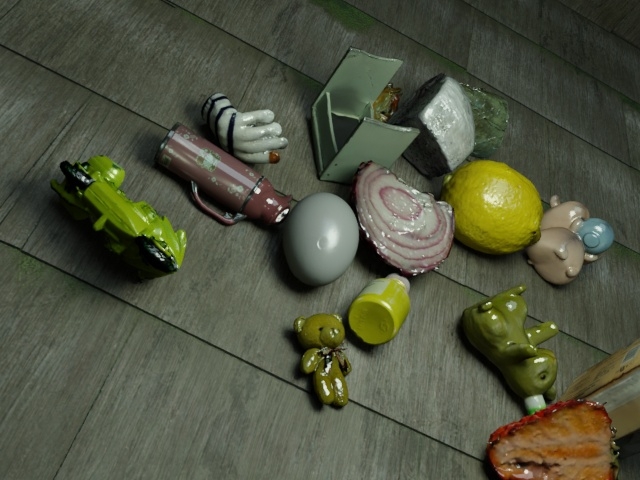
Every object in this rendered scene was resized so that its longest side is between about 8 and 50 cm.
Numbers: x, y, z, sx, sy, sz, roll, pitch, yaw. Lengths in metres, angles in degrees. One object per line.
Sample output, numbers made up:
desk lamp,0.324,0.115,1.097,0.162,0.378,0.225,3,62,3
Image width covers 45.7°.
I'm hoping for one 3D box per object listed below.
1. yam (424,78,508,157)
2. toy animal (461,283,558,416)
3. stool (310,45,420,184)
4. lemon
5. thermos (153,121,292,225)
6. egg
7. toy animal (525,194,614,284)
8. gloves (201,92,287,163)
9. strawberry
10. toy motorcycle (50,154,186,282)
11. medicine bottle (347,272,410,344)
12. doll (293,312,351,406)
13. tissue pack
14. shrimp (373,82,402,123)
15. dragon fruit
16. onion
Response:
yam,0.434,-0.388,2.342,0.271,0.201,0.202,9,49,-18
toy animal,0.494,0.280,1.817,0.181,0.180,0.363,-24,71,-48
stool,0.107,-0.315,1.990,0.170,0.270,0.244,7,59,-25
lemon,0.466,-0.086,2.058,0.320,0.245,0.245,30,44,-7
thermos,-0.223,-0.133,1.763,0.330,0.109,0.136,32,43,-5
egg,0.000,0.000,1.745,0.176,0.176,0.232,18,55,-19
toy animal,0.696,0.013,2.175,0.221,0.229,0.210,-34,107,-5
gloves,-0.191,-0.264,1.879,0.131,0.140,0.219,-26,66,-40
strawberry,0.520,0.480,1.689,0.150,0.280,0.253,-85,152,-84
toy motorcycle,-0.392,-0.039,1.540,0.342,0.206,0.142,41,75,18
medicine bottle,0.149,0.145,1.758,0.122,0.122,0.212,40,29,4
doll,0.019,0.246,1.611,0.137,0.097,0.209,5,57,-36
tissue pack,0.756,0.382,1.806,0.238,0.305,0.238,18,48,-21
shrimp,0.187,-0.391,2.279,0.154,0.062,0.294,44,49,-6
dragon fruit,0.338,-0.320,2.117,0.204,0.283,0.221,-44,101,-12
onion,0.174,-0.033,1.916,0.314,0.146,0.280,35,51,-13
